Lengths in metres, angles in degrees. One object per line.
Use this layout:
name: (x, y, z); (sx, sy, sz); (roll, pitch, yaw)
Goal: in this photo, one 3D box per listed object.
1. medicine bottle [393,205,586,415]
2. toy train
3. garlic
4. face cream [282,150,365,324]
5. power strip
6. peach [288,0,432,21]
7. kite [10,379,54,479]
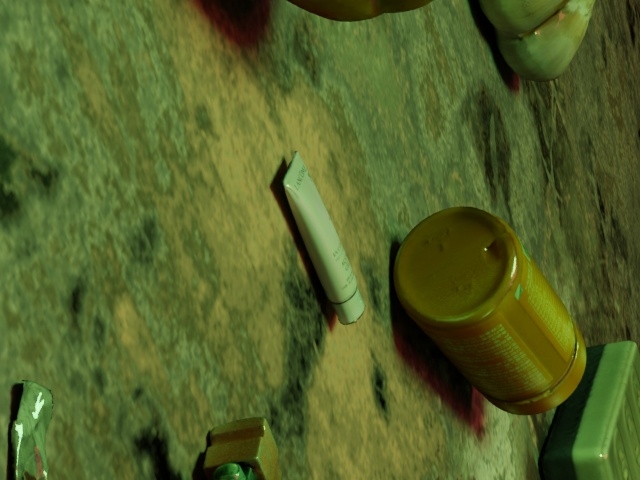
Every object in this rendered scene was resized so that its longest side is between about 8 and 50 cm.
medicine bottle: (0.129, 0.055, 1.240); (0.192, 0.096, 0.096); (46, 40, -56)
toy train: (-0.031, 0.149, 0.866); (0.064, 0.044, 0.103); (-83, 155, -61)
garlic: (0.193, -0.224, 1.550); (0.174, 0.099, 0.124); (41, 63, -53)
face cream: (0.000, 0.000, 1.037); (0.038, 0.020, 0.115); (-66, 139, -54)
power strip: (0.269, 0.188, 1.585); (0.257, 0.070, 0.105); (-54, 132, -63)
peach: (0.018, -0.230, 0.960); (0.190, 0.190, 0.192); (40, 44, -60)
kite: (-0.116, 0.208, 0.660); (0.335, 0.011, 0.314); (30, 54, -64)
